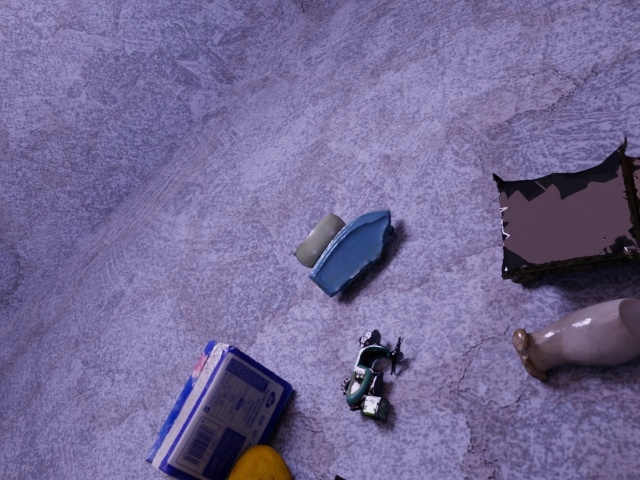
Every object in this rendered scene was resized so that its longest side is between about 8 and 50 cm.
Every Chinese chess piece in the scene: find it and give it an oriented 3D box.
[{"bbox_3d":[0.000,0.000,1.357,0.144,0.058,0.144,-49,-4,-5],"label":"Chinese chess piece"}]

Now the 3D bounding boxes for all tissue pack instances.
[{"bbox_3d":[-0.204,0.364,1.161,0.137,0.209,0.269,5,61,46],"label":"tissue pack"}]

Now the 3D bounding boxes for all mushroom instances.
[{"bbox_3d":[0.393,0.148,0.855,0.213,0.097,0.088,-20,55,32],"label":"mushroom"}]

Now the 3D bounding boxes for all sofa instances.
[{"bbox_3d":[0.433,-0.028,0.960,0.258,0.182,0.200,-15,65,37],"label":"sofa"}]

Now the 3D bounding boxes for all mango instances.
[{"bbox_3d":[-0.117,0.476,1.039,0.147,0.109,0.227,-9,38,-2],"label":"mango"}]

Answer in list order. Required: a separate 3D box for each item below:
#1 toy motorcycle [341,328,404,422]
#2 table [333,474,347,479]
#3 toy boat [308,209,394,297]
[{"bbox_3d":[0.101,0.251,1.089,0.100,0.058,0.173,-1,57,36],"label":"toy motorcycle"},{"bbox_3d":[0.055,0.435,0.822,0.167,0.227,0.167,-26,42,25],"label":"table"},{"bbox_3d":[0.079,0.020,1.298,0.238,0.109,0.098,-47,3,1],"label":"toy boat"}]
